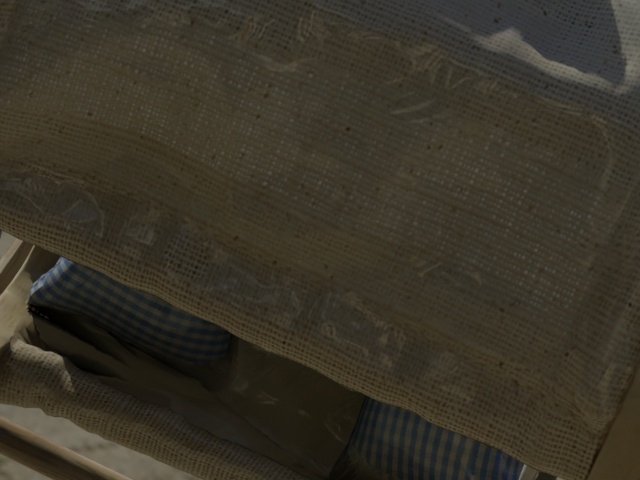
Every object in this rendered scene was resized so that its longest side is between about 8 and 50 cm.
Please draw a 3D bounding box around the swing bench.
[{"bbox_3d":[0.000,0.000,0.580,0.253,0.254,0.165,24,61,10],"label":"swing bench"}]
